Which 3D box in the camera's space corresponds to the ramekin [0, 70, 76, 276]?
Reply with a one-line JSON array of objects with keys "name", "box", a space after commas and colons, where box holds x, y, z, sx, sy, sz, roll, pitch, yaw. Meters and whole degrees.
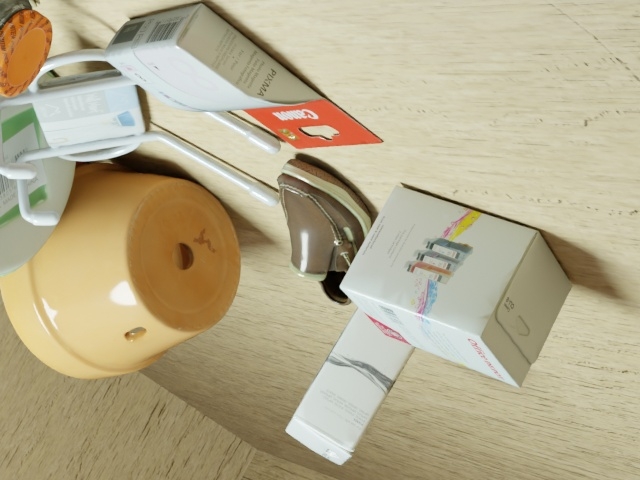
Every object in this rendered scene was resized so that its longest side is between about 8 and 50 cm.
[{"name": "ramekin", "box": [-0.428, -0.097, 1.979, 0.148, 0.303, 0.303, 14, 161, 26]}]

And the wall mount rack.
[{"name": "wall mount rack", "box": [-0.204, -0.106, 1.853, 0.304, 0.130, 0.350, -9, 166, -4]}]

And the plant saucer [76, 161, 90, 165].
[{"name": "plant saucer", "box": [-0.383, -0.081, 2.455, 0.258, 0.047, 0.259, 21, 165, 31]}]

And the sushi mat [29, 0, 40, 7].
[{"name": "sushi mat", "box": [-0.390, -0.332, 1.620, 0.151, 0.019, 0.316, 26, 166, 19]}]

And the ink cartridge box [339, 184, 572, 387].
[{"name": "ink cartridge box", "box": [0.140, 0.046, 1.662, 0.176, 0.127, 0.128, 21, 163, 34]}]

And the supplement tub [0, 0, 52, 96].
[{"name": "supplement tub", "box": [-0.376, -0.227, 1.675, 0.190, 0.117, 0.117, 28, 167, 14]}]

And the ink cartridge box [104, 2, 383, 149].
[{"name": "ink cartridge box", "box": [-0.079, -0.138, 1.610, 0.232, 0.066, 0.189, 40, 163, -23]}]

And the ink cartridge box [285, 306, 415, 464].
[{"name": "ink cartridge box", "box": [0.050, 0.167, 2.092, 0.092, 0.218, 0.158, 29, 166, 2]}]

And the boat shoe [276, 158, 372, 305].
[{"name": "boat shoe", "box": [0.007, 0.003, 1.848, 0.095, 0.095, 0.257, 22, 164, 29]}]

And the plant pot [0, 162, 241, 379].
[{"name": "plant pot", "box": [-0.243, 0.031, 2.142, 0.203, 0.291, 0.291, -9, 142, 44]}]
